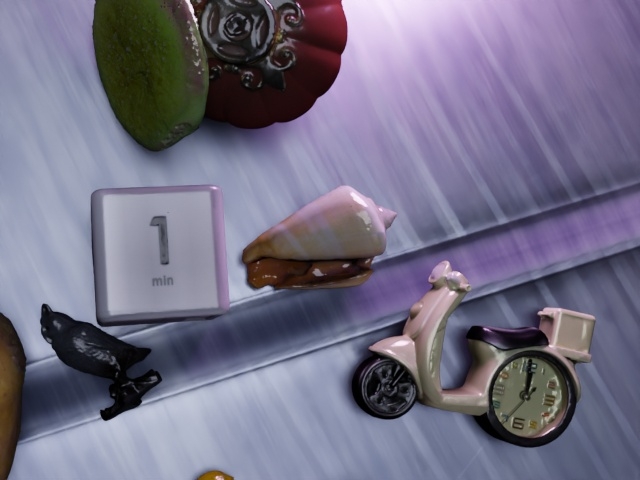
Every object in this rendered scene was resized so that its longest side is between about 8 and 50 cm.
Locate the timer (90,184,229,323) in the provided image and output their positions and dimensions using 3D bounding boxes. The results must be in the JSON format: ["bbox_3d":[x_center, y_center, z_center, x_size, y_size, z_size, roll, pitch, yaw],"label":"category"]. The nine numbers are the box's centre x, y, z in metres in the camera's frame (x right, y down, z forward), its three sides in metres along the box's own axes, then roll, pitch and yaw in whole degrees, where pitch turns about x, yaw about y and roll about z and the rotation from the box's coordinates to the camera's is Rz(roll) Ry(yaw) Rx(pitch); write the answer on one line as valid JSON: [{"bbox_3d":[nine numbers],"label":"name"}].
[{"bbox_3d":[-0.248,0.027,1.599,0.194,0.192,0.194,-4,84,-13],"label":"timer"}]

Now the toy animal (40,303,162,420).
[{"bbox_3d":[-0.337,0.162,1.618,0.210,0.121,0.117,48,57,4],"label":"toy animal"}]

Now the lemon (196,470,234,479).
[{"bbox_3d":[-0.170,0.393,1.636,0.083,0.062,0.062,-34,91,-16],"label":"lemon"}]

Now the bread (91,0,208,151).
[{"bbox_3d":[-0.269,-0.281,1.590,0.045,0.301,0.301,-19,87,-38],"label":"bread"}]

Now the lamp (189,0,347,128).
[{"bbox_3d":[-0.108,-0.324,1.632,0.303,0.257,0.303,1,98,5],"label":"lamp"}]

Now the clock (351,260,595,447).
[{"bbox_3d":[0.255,0.191,1.733,0.379,0.120,0.276,17,83,-14],"label":"clock"}]

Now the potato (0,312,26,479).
[{"bbox_3d":[-0.521,0.222,1.508,0.229,0.229,0.266,20,83,-9],"label":"potato"}]

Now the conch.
[{"bbox_3d":[0.002,-0.005,1.712,0.255,0.127,0.158,-10,115,8],"label":"conch"}]
